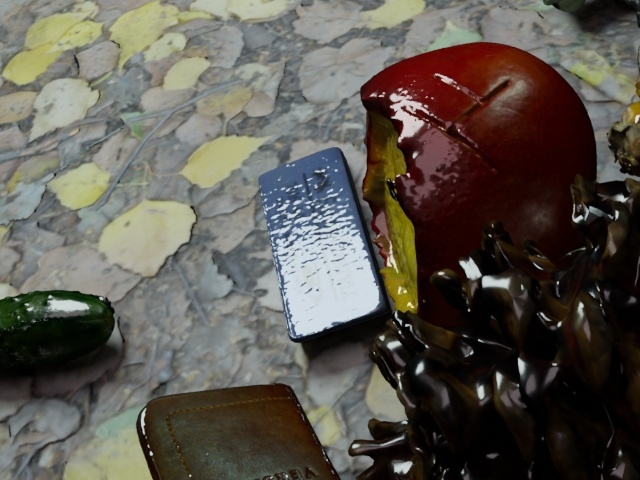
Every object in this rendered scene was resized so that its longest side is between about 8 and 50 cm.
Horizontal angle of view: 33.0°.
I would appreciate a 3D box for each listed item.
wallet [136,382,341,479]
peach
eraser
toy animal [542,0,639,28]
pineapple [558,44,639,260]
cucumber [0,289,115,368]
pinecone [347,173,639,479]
[{"bbox_3d":[-0.034,0.194,0.709,0.137,0.031,0.255,-6,39,-26],"label":"wallet"},{"bbox_3d":[0.099,-0.039,0.808,0.190,0.196,0.226,-17,31,55],"label":"peach"},{"bbox_3d":[0.000,0.000,0.916,0.082,0.036,0.225,-19,44,6],"label":"eraser"},{"bbox_3d":[0.311,-0.275,1.019,0.225,0.094,0.121,-33,34,2],"label":"toy animal"},{"bbox_3d":[0.344,-0.051,0.697,0.334,0.161,0.158,11,66,0],"label":"pineapple"},{"bbox_3d":[-0.281,0.083,0.928,0.227,0.069,0.069,-11,45,15],"label":"cucumber"},{"bbox_3d":[0.148,0.085,0.613,0.257,0.243,0.243,-1,44,-7],"label":"pinecone"}]
